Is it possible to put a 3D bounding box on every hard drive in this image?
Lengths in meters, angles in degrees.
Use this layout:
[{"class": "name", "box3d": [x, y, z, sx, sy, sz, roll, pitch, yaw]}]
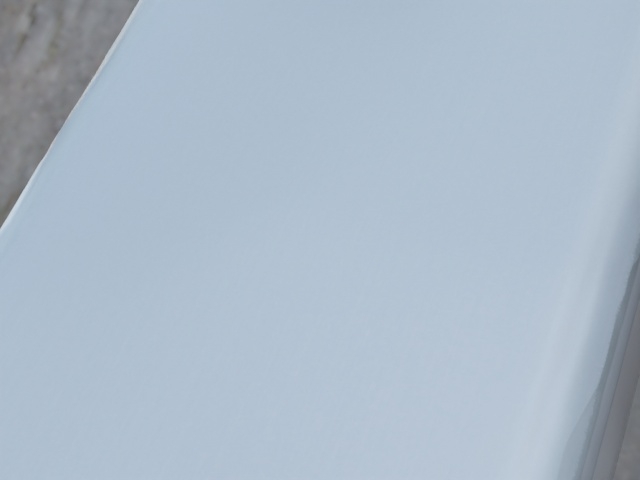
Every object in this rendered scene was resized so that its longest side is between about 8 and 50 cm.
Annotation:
[{"class": "hard drive", "box3d": [0.000, 0.000, 0.574, 0.233, 0.047, 0.353, 3, 47, 24]}]
